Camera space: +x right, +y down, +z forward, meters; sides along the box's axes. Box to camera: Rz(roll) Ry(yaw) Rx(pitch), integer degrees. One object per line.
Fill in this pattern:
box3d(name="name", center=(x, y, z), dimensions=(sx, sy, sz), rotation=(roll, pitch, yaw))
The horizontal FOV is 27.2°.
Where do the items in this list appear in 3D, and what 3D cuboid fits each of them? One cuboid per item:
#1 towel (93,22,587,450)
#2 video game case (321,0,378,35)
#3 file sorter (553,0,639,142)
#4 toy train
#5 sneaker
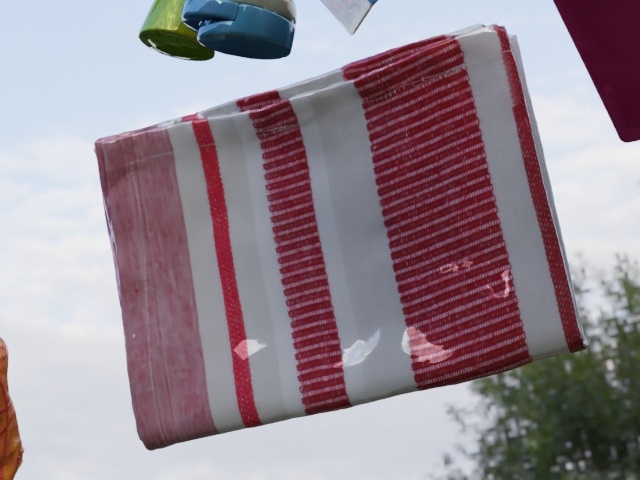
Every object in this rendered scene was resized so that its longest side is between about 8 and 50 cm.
box3d(name="towel", center=(0.000, 0.000, 0.928), dimensions=(0.329, 0.237, 0.037), rotation=(-15, -12, 19))
box3d(name="video game case", center=(0.013, -0.301, 1.529), dimensions=(0.015, 0.119, 0.166), rotation=(-42, 2, -7))
box3d(name="file sorter", center=(0.286, -0.216, 0.753), dimensions=(0.291, 0.182, 0.202), rotation=(-11, -50, 32))
box3d(name="toy train", center=(-0.076, -0.174, 0.805), dimensions=(0.105, 0.143, 0.248), rotation=(18, -9, -32))
box3d(name="sneaker", center=(-0.295, 0.170, 1.170), dimensions=(0.064, 0.175, 0.067), rotation=(4, -3, 37))
